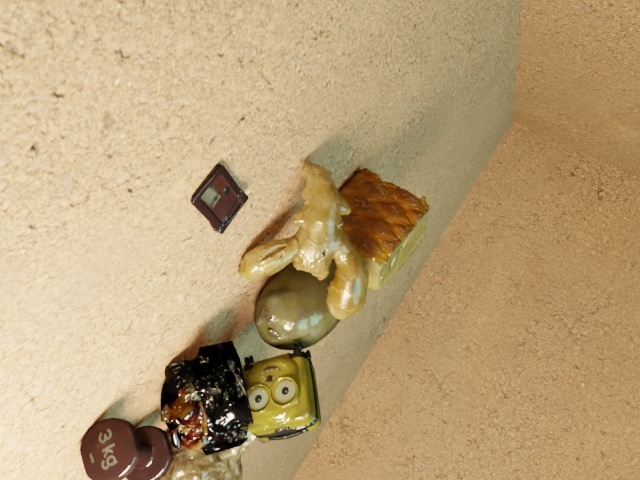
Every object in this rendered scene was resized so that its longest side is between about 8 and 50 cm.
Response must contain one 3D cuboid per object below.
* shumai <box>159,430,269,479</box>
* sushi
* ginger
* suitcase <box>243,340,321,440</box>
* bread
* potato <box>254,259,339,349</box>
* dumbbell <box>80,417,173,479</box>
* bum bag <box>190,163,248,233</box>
[{"bbox_3d":[-0.276,0.581,1.620,0.262,0.267,0.314,-41,165,13],"label":"shumai"},{"bbox_3d":[-0.300,0.410,1.488,0.212,0.215,0.227,-7,151,-21],"label":"sushi"},{"bbox_3d":[0.015,0.009,1.546,0.348,0.363,0.122,-61,-168,6],"label":"ginger"},{"bbox_3d":[-0.109,0.407,1.582,0.193,0.235,0.143,-17,144,11],"label":"suitcase"},{"bbox_3d":[0.155,-0.032,1.834,0.279,0.279,0.207,-50,160,-27],"label":"bread"},{"bbox_3d":[-0.052,0.189,1.727,0.326,0.221,0.243,-42,152,-34],"label":"potato"},{"bbox_3d":[-0.444,0.493,1.370,0.124,0.140,0.225,-25,156,-1],"label":"dumbbell"},{"bbox_3d":[-0.218,-0.089,1.268,0.109,0.026,0.159,-54,153,-13],"label":"bum bag"}]
